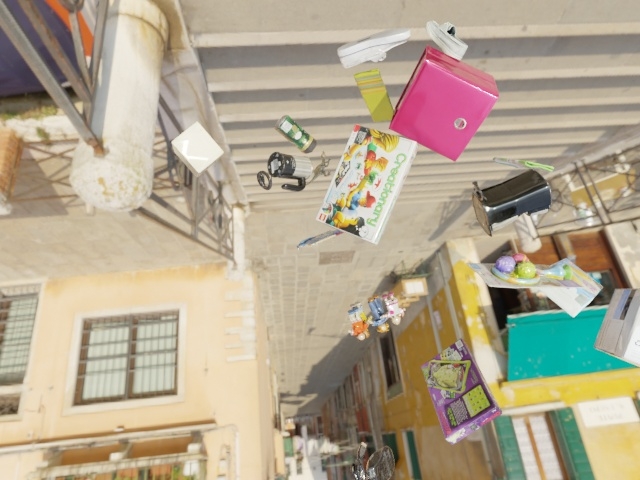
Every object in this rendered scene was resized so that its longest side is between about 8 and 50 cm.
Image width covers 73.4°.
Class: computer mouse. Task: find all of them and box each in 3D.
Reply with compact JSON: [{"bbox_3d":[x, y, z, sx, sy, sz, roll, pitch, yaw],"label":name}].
[{"bbox_3d":[0.163,0.743,1.424,0.060,0.184,0.262,-18,-177,29],"label":"computer mouse"}]

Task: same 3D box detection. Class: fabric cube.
[{"bbox_3d":[0.413,-0.472,1.466,0.258,0.259,0.254,26,127,-3],"label":"fabric cube"}]

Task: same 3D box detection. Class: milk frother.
[{"bbox_3d":[-0.125,-0.230,1.457,0.143,0.129,0.135,12,-171,42],"label":"milk frother"}]

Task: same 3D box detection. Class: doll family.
[{"bbox_3d":[0.216,0.318,1.777,0.263,0.163,0.118,-21,-169,-15],"label":"doll family"}]

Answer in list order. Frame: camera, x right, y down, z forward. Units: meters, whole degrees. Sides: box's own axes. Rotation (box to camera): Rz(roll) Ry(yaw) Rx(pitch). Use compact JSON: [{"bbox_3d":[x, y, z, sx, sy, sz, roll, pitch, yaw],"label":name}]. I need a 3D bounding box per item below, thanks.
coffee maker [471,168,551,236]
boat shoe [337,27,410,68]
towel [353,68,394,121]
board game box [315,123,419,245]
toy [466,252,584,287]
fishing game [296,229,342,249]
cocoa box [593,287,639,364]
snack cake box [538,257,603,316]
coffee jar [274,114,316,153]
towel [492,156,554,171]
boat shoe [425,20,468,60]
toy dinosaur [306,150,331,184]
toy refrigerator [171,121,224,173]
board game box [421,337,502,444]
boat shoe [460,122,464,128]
[{"bbox_3d":[0.512,-0.112,1.148,0.178,0.120,0.171,-24,152,7],"label":"coffee maker"},{"bbox_3d":[0.188,-0.659,1.481,0.258,0.095,0.084,-3,129,28],"label":"boat shoe"},{"bbox_3d":[0.212,-0.547,1.636,0.102,0.021,0.237,3,151,31],"label":"towel"},{"bbox_3d":[0.132,-0.162,1.230,0.193,0.305,0.053,23,-179,23],"label":"board game box"},{"bbox_3d":[0.502,0.067,1.057,0.237,0.137,0.056,5,109,-7],"label":"toy"},{"bbox_3d":[0.000,0.000,1.599,0.189,0.041,0.264,-22,-174,-15],"label":"fishing game"},{"bbox_3d":[1.106,0.313,1.336,0.347,0.231,0.228,21,179,14],"label":"cocoa box"},{"bbox_3d":[0.825,0.150,1.422,0.264,0.152,0.089,-5,133,-51],"label":"snack cake box"},{"bbox_3d":[-0.103,-0.450,1.838,0.184,0.079,0.096,38,179,-26],"label":"coffee jar"},{"bbox_3d":[0.628,-0.236,1.340,0.113,0.023,0.152,6,-166,-17],"label":"towel"},{"bbox_3d":[0.478,-0.768,1.613,0.079,0.227,0.081,-2,145,-38],"label":"boat shoe"},{"bbox_3d":[-0.004,-0.286,1.793,0.053,0.183,0.093,34,172,-35],"label":"toy dinosaur"},{"bbox_3d":[-0.341,-0.248,1.198,0.094,0.102,0.269,-43,-165,-9],"label":"toy refrigerator"},{"bbox_3d":[0.496,0.534,1.559,0.208,0.347,0.056,-38,112,16],"label":"board game box"},{"bbox_3d":[0.651,-0.585,2.000,0.120,0.122,0.324,17,173,29],"label":"boat shoe"}]
